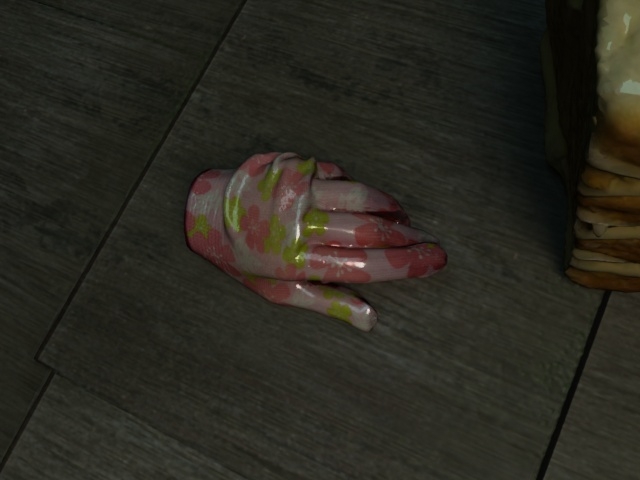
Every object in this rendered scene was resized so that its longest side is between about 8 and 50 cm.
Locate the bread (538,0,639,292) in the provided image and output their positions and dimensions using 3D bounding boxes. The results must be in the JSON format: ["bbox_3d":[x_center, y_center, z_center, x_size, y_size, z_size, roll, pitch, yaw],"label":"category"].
[{"bbox_3d":[0.357,-0.128,0.514,0.389,0.371,0.280,-1,74,16],"label":"bread"}]

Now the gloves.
[{"bbox_3d":[-0.004,-0.006,0.690,0.241,0.126,0.145,7,67,23],"label":"gloves"}]
